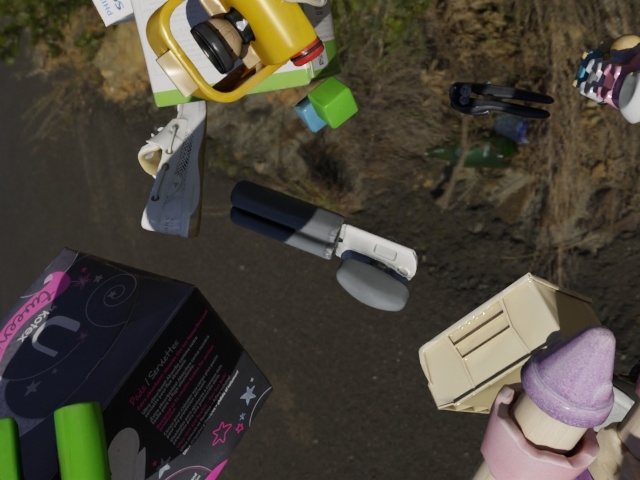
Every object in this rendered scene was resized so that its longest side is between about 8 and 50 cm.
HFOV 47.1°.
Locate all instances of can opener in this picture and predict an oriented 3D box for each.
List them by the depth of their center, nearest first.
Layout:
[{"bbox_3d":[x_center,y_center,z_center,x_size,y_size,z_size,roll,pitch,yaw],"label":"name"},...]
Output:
[{"bbox_3d":[0.000,0.000,0.999,0.093,0.280,0.074,-57,-14,-39],"label":"can opener"},{"bbox_3d":[0.308,-0.243,1.264,0.186,0.073,0.059,9,99,32],"label":"can opener"}]

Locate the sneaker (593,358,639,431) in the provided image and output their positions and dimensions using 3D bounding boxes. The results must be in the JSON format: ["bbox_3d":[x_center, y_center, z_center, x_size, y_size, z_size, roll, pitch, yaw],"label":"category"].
[{"bbox_3d":[0.476,0.223,1.127,0.104,0.295,0.147,-36,30,54],"label":"sneaker"}]

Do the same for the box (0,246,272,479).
[{"bbox_3d":[-0.183,0.147,0.533,0.163,0.247,0.142,12,144,36],"label":"box"}]

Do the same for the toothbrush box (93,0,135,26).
[{"bbox_3d":[-0.186,-0.442,1.088,0.216,0.295,0.126,-68,-44,-68],"label":"toothbrush box"}]

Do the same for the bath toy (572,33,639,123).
[{"bbox_3d":[0.622,-0.319,1.450,0.348,0.129,0.151,-87,13,-66],"label":"bath toy"}]

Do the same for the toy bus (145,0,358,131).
[{"bbox_3d":[-0.077,-0.158,0.569,0.191,0.104,0.202,47,173,25],"label":"toy bus"}]

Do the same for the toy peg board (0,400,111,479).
[{"bbox_3d":[-0.161,0.135,0.340,0.160,0.161,0.079,129,131,-61],"label":"toy peg board"}]

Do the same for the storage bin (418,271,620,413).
[{"bbox_3d":[0.350,0.200,1.302,0.260,0.262,0.123,-39,55,26],"label":"storage bin"}]

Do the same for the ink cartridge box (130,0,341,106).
[{"bbox_3d":[-0.097,-0.280,0.754,0.188,0.097,0.255,-3,107,23],"label":"ink cartridge box"}]

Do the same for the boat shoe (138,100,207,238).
[{"bbox_3d":[-0.217,-0.126,1.073,0.098,0.096,0.277,106,164,-48],"label":"boat shoe"}]

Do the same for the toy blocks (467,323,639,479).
[{"bbox_3d":[0.281,0.163,0.407,0.289,0.308,0.260,-119,38,-47],"label":"toy blocks"}]
